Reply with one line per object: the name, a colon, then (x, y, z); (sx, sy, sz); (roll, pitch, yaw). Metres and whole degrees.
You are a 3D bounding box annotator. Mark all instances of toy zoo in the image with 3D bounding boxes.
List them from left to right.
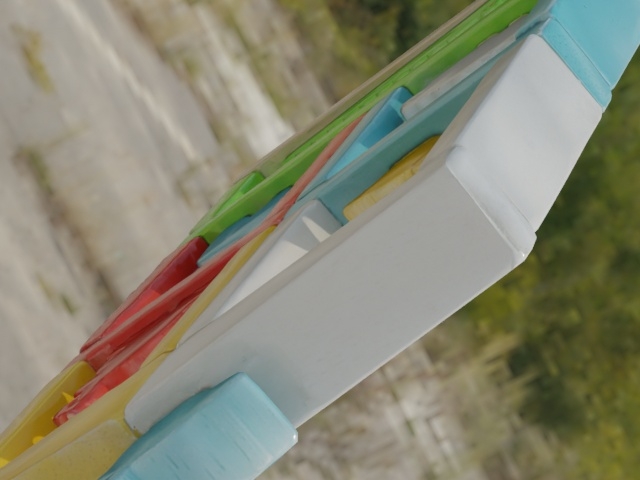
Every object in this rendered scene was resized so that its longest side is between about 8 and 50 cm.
toy zoo: (0.000, 0.000, 0.554); (0.030, 0.192, 0.293); (50, 31, -8)
